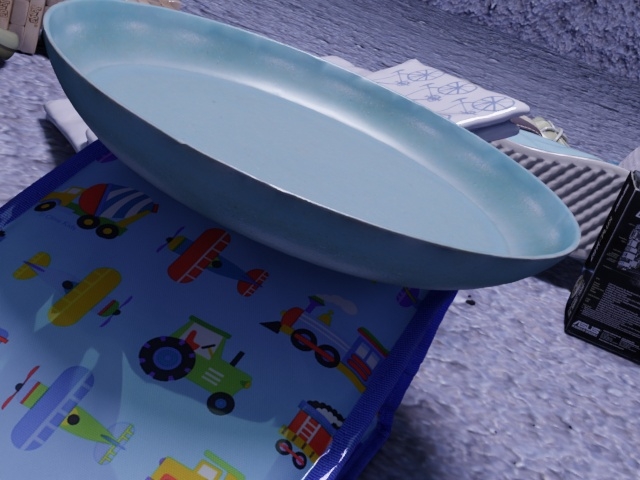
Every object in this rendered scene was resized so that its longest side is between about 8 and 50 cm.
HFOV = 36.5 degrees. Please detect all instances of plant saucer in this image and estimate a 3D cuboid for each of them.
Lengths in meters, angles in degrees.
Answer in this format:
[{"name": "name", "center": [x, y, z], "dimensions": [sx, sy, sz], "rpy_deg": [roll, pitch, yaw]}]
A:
[{"name": "plant saucer", "center": [-0.006, -0.056, 0.555], "dimensions": [0.318, 0.043, 0.317], "rpy_deg": [21, 19, -8]}]

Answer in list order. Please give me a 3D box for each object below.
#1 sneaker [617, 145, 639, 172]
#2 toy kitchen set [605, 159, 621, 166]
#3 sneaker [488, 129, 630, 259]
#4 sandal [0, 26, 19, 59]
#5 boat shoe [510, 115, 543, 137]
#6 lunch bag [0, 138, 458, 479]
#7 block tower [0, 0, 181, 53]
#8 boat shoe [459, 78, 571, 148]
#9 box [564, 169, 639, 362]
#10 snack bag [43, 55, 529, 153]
[{"name": "sneaker", "center": [0.403, 0.002, 1.087], "dimensions": [0.153, 0.101, 0.268], "rpy_deg": [34, 36, -9]}, {"name": "toy kitchen set", "center": [0.516, -0.097, 1.337], "dimensions": [0.122, 0.166, 0.207], "rpy_deg": [7, 25, -30]}, {"name": "sneaker", "center": [0.161, -0.067, 1.029], "dimensions": [0.366, 0.135, 0.150], "rpy_deg": [22, 7, 2]}, {"name": "sandal", "center": [-0.397, -0.269, 0.913], "dimensions": [0.120, 0.086, 0.303], "rpy_deg": [32, 0, 28]}, {"name": "boat shoe", "center": [0.144, -0.105, 1.129], "dimensions": [0.285, 0.102, 0.092], "rpy_deg": [5, 32, -25]}, {"name": "lunch bag", "center": [-0.090, 0.072, 0.475], "dimensions": [0.221, 0.138, 0.293], "rpy_deg": [28, 32, 13]}, {"name": "block tower", "center": [-0.321, -0.264, 1.100], "dimensions": [0.336, 0.091, 0.097], "rpy_deg": [8, 25, -28]}, {"name": "boat shoe", "center": [0.270, -0.114, 1.257], "dimensions": [0.302, 0.094, 0.109], "rpy_deg": [33, 25, 27]}, {"name": "box", "center": [0.331, 0.042, 0.866], "dimensions": [0.180, 0.147, 0.077], "rpy_deg": [23, 22, 8]}, {"name": "snack bag", "center": [-0.051, -0.111, 0.826], "dimensions": [0.323, 0.037, 0.342], "rpy_deg": [-14, 24, -19]}]
